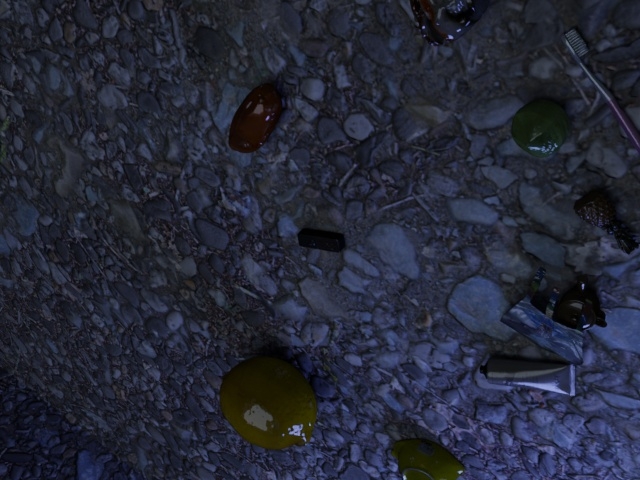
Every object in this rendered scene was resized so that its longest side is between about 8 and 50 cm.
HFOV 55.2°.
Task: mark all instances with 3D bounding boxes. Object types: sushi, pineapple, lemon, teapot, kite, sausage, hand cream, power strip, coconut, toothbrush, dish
[{"bbox_3d":[0.183,-0.448,0.859,0.129,0.124,0.332,11,128,42],"label":"sushi"},{"bbox_3d":[0.471,-0.024,1.002,0.124,0.058,0.058,48,135,-9],"label":"pineapple"},{"bbox_3d":[-0.138,0.426,1.624,0.263,0.236,0.236,26,135,-9],"label":"lemon"},{"bbox_3d":[0.466,0.104,1.074,0.084,0.080,0.110,14,127,28],"label":"teapot"},{"bbox_3d":[0.418,0.143,1.087,0.169,0.015,0.310,33,163,19],"label":"kite"},{"bbox_3d":[-0.133,-0.248,1.257,0.089,0.089,0.179,45,138,0],"label":"sausage"},{"bbox_3d":[0.420,0.274,1.251,0.186,0.054,0.087,2,125,27],"label":"hand cream"},{"bbox_3d":[0.000,0.000,1.365,0.111,0.029,0.038,8,124,31],"label":"power strip"},{"bbox_3d":[0.342,-0.174,0.958,0.087,0.096,0.088,34,149,24],"label":"coconut"},{"bbox_3d":[0.448,-0.195,0.920,0.025,0.020,0.287,-31,100,37],"label":"toothbrush"},{"bbox_3d":[0.258,0.585,1.559,0.207,0.080,0.149,-3,117,35],"label":"dish"}]
